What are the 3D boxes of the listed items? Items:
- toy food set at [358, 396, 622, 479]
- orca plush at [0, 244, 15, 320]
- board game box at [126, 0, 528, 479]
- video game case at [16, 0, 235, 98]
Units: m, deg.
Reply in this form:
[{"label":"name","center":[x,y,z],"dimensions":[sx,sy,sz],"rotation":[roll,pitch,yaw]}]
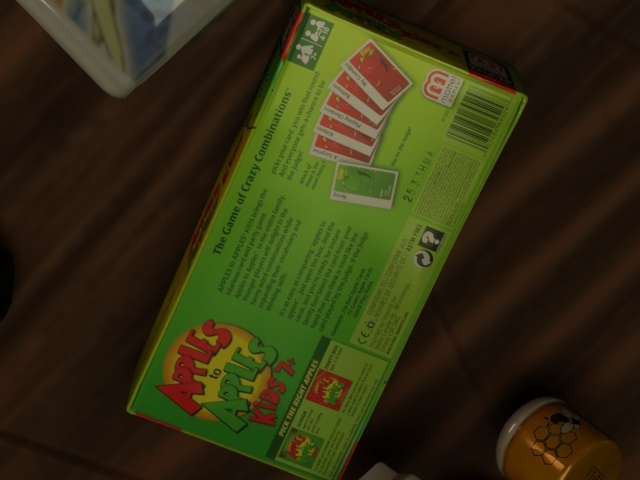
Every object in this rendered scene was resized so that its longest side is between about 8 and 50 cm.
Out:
[{"label":"toy food set","center":[0.009,0.144,0.758],"dimensions":[0.232,0.104,0.111],"rotation":[-41,138,-14]},{"label":"orca plush","center":[-0.264,0.000,0.702],"dimensions":[0.287,0.102,0.151],"rotation":[27,108,-10]},{"label":"board game box","center":[0.000,0.000,0.738],"dimensions":[0.092,0.043,0.181],"rotation":[22,109,-9]},{"label":"video game case","center":[-0.075,-0.262,0.642],"dimensions":[0.300,0.036,0.329],"rotation":[-40,107,13]}]
